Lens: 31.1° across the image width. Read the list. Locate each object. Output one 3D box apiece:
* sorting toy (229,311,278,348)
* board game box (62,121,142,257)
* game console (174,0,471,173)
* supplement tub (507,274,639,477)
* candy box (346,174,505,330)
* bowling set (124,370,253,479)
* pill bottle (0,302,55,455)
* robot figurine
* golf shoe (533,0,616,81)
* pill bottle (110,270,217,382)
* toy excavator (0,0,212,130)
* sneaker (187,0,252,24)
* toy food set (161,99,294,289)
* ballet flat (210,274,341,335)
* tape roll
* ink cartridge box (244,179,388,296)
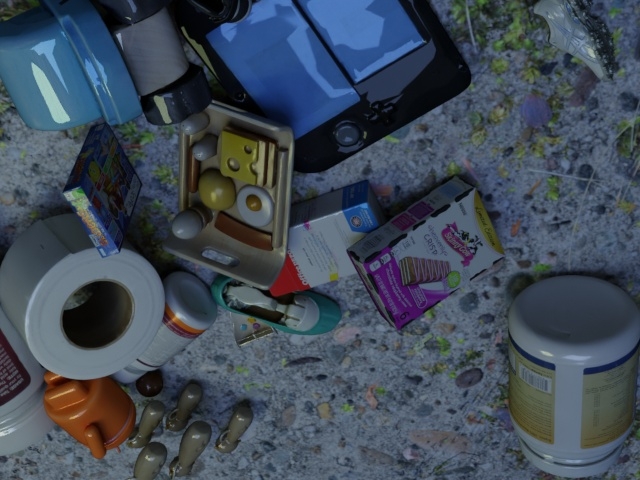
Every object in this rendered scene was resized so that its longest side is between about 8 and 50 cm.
[{"bbox_3d":[-0.130,0.149,2.135,0.083,0.045,0.075,-21,114,18],"label":"sorting toy"},{"bbox_3d":[-0.352,-0.085,1.880,0.035,0.201,0.136,-16,122,15],"label":"board game box"},{"bbox_3d":[0.001,-0.308,1.788,0.342,0.060,0.386,-27,120,21],"label":"game console"},{"bbox_3d":[0.449,0.245,2.052,0.228,0.228,0.316,-3,125,5],"label":"supplement tub"},{"bbox_3d":[0.181,0.021,1.944,0.233,0.071,0.159,-35,122,-9],"label":"candy box"},{"bbox_3d":[-0.292,0.358,2.241,0.287,0.200,0.154,-13,144,-41],"label":"bowling set"},{"bbox_3d":[-0.631,0.188,2.079,0.224,0.224,0.392,-14,123,13],"label":"pill bottle"},{"bbox_3d":[-0.420,0.307,2.109,0.128,0.158,0.219,-51,140,-14],"label":"robot figurine"},{"bbox_3d":[0.393,-0.313,1.771,0.086,0.069,0.176,-14,123,37],"label":"golf shoe"},{"bbox_3d":[-0.301,0.162,2.102,0.121,0.121,0.221,39,119,-22],"label":"pill bottle"},{"bbox_3d":[-0.445,-0.273,1.718,0.445,0.433,0.222,-26,125,-13],"label":"toy excavator"},{"bbox_3d":[-0.184,-0.408,1.648,0.079,0.121,0.217,-39,89,16],"label":"sneaker"},{"bbox_3d":[-0.163,-0.085,1.877,0.220,0.092,0.306,20,126,22],"label":"toy food set"},{"bbox_3d":[-0.079,0.120,2.071,0.247,0.087,0.083,16,91,-7],"label":"ballet flat"},{"bbox_3d":[-0.409,0.094,1.967,0.246,0.169,0.246,-13,118,-27],"label":"tape roll"},{"bbox_3d":[0.000,0.000,1.995,0.231,0.078,0.134,-18,122,15],"label":"ink cartridge box"}]
